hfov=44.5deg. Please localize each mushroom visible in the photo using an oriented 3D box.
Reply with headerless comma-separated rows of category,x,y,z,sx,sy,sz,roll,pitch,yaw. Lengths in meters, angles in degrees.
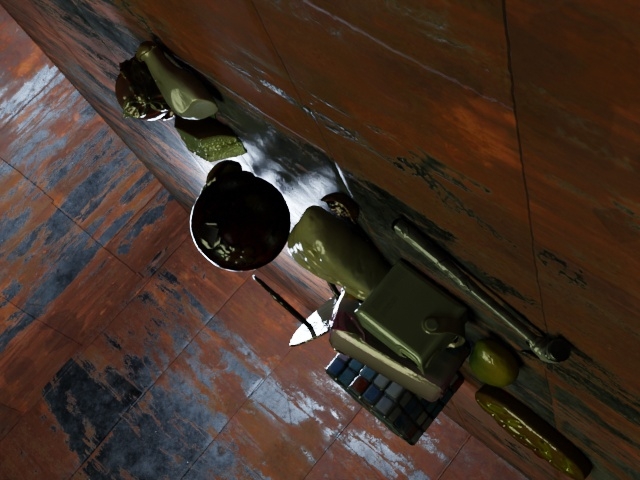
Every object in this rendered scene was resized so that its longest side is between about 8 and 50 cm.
mushroom,-0.338,-0.374,1.836,0.225,0.093,0.116,49,156,6

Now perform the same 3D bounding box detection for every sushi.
sushi,0.045,-0.078,1.765,0.099,0.047,0.050,35,165,23

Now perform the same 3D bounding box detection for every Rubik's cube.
Rubik's cube,0.243,0.438,2.538,0.292,0.287,0.293,31,166,41

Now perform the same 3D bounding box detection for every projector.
projector,0.228,0.189,1.864,0.242,0.177,0.163,36,170,20

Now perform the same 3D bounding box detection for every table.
table,-0.018,0.116,2.392,0.249,0.317,0.317,56,167,-11

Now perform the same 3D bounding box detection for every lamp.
lamp,-0.428,-0.384,1.996,0.215,0.151,0.223,54,-152,-31

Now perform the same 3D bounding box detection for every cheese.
cheese,0.000,0.000,2.028,0.351,0.129,0.328,31,168,38

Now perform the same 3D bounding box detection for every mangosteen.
mangosteen,-0.230,-0.061,2.226,0.311,0.311,0.311,39,170,9

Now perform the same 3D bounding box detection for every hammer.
hammer,0.311,0.096,1.561,0.427,0.044,0.152,42,171,3

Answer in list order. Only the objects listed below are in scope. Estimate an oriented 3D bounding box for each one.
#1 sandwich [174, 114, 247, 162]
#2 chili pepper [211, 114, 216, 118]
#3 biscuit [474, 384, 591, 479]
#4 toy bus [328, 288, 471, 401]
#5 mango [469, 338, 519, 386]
sandwich,-0.314,-0.285,2.098,0.258,0.096,0.094,31,160,35
chili pepper,-0.276,-0.330,1.963,0.083,0.022,0.027,111,143,-80
biscuit,0.631,0.589,2.366,0.394,0.070,0.350,37,169,18
toy bus,0.195,0.278,2.118,0.386,0.162,0.171,28,146,10
mango,0.418,0.299,1.885,0.122,0.085,0.191,41,171,17
